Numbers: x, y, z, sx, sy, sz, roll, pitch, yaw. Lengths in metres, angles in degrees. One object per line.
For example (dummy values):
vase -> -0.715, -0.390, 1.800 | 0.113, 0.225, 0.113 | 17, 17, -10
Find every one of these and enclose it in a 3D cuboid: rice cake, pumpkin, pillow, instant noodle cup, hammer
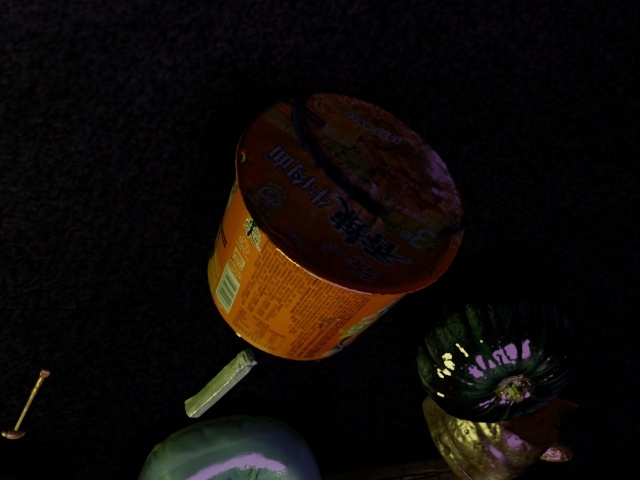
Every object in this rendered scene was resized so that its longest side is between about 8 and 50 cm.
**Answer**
rice cake -> -0.119, 0.170, 1.558 | 0.022, 0.022, 0.121 | 16, 130, -46
pumpkin -> 0.211, 0.135, 1.560 | 0.202, 0.140, 0.202 | -7, 138, -7
pillow -> -0.115, 0.317, 1.644 | 0.233, 0.086, 0.214 | -18, 116, -9
pumpkin -> 0.251, 0.264, 1.739 | 0.248, 0.126, 0.131 | 20, 129, -39
instant noodle cup -> 0.000, 0.000, 1.269 | 0.230, 0.230, 0.182 | 2, 145, -24
hammer -> -0.333, 0.186, 1.496 | 0.029, 0.014, 0.123 | 2, 134, -37

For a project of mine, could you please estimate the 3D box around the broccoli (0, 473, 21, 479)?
broccoli -> -0.429, 0.422, 1.542 | 0.308, 0.275, 0.307 | -3, 112, -8

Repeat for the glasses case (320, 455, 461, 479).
glasses case -> 0.051, 0.376, 1.806 | 0.425, 0.098, 0.156 | -7, 138, -14
